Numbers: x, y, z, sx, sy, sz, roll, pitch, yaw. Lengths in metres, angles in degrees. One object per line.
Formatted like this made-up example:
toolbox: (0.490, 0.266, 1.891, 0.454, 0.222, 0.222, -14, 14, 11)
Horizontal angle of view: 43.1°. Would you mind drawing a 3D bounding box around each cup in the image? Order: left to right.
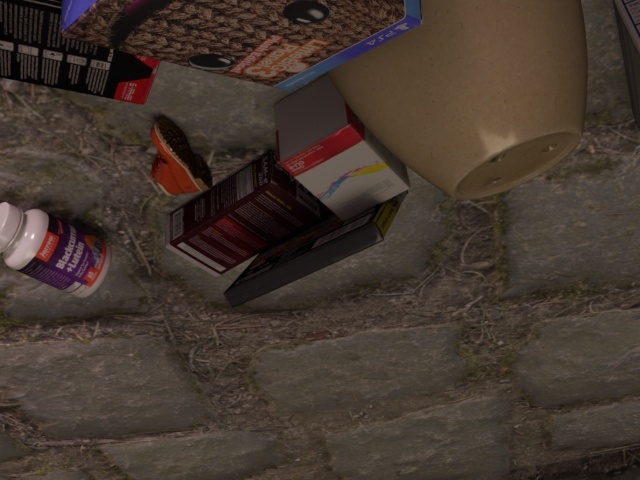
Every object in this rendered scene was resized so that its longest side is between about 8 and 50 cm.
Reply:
cup: (0.191, -0.190, 0.998, 0.331, 0.237, 0.331, -19, 163, -6)

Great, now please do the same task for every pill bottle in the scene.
pill bottle: (-0.457, 0.013, 1.351, 0.108, 0.108, 0.193, -32, 136, 29)

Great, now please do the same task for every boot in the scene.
boot: (-0.237, -0.122, 1.258, 0.085, 0.059, 0.158, -11, 143, 14)

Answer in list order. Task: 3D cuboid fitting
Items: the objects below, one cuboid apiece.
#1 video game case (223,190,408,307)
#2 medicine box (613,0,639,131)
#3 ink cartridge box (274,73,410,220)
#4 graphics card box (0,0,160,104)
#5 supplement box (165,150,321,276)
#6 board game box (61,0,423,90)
video game case: (0.000, 0.000, 1.317, 0.275, 0.248, 0.035, -25, 102, 22)
medicine box: (0.520, -0.190, 1.097, 0.149, 0.289, 0.263, -17, 141, 16)
ink cartridge box: (0.033, -0.140, 1.216, 0.127, 0.128, 0.176, -27, 137, 24)
graphics card box: (-0.372, -0.272, 0.953, 0.371, 0.094, 0.233, 7, 166, -18)
supplement box: (-0.132, -0.039, 1.364, 0.239, 0.073, 0.130, -28, 138, 26)
board game box: (-0.081, -0.278, 0.825, 0.291, 0.141, 0.232, 5, 167, -39)
